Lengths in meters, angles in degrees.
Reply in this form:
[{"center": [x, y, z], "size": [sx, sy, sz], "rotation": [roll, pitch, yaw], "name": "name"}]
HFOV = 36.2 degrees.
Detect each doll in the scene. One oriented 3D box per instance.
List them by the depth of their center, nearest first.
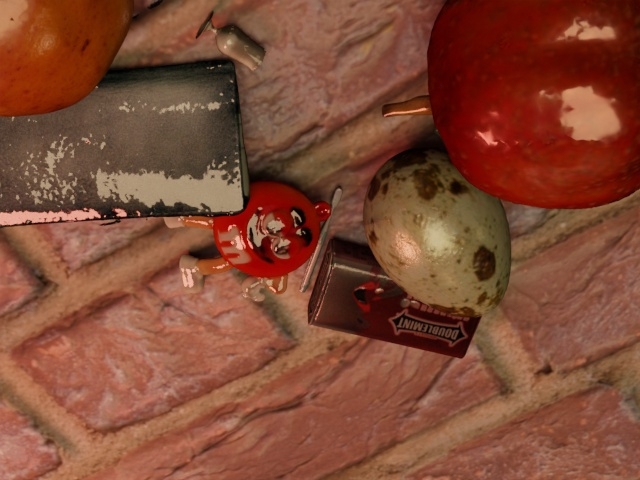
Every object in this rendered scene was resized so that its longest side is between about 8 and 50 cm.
[{"center": [-0.090, -0.003, 1.259], "size": [0.217, 0.085, 0.183], "rotation": [-6, 116, 12], "name": "doll"}]

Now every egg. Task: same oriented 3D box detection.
[{"center": [0.150, -0.006, 1.209], "size": [0.169, 0.169, 0.231], "rotation": [-29, 101, 13], "name": "egg"}]

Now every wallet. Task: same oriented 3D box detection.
[{"center": [-0.278, -0.113, 1.188], "size": [0.378, 0.046, 0.191], "rotation": [-4, 98, 1], "name": "wallet"}]

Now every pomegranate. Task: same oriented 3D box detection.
[{"center": [-0.327, -0.266, 1.029], "size": [0.264, 0.264, 0.264], "rotation": [-1, 118, -1], "name": "pomegranate"}]

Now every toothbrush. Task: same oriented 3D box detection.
[{"center": [0.000, 0.000, 1.302], "size": [0.011, 0.014, 0.167], "rotation": [16, 118, -8], "name": "toothbrush"}]

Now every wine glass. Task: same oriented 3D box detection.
[{"center": [-0.105, -0.233, 1.159], "size": [0.083, 0.042, 0.039], "rotation": [33, 118, -21], "name": "wine glass"}]

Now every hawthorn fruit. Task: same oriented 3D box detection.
[{"center": [0.227, -0.170, 1.095], "size": [0.330, 0.287, 0.287], "rotation": [-7, 119, 17], "name": "hawthorn fruit"}]

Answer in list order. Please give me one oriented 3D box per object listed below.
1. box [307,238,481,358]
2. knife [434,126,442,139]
[{"center": [0.104, 0.080, 1.317], "size": [0.224, 0.069, 0.120], "rotation": [15, 116, -11], "name": "box"}, {"center": [0.232, -0.099, 1.256], "size": [0.207, 0.014, 0.030], "rotation": [27, 114, -17], "name": "knife"}]
